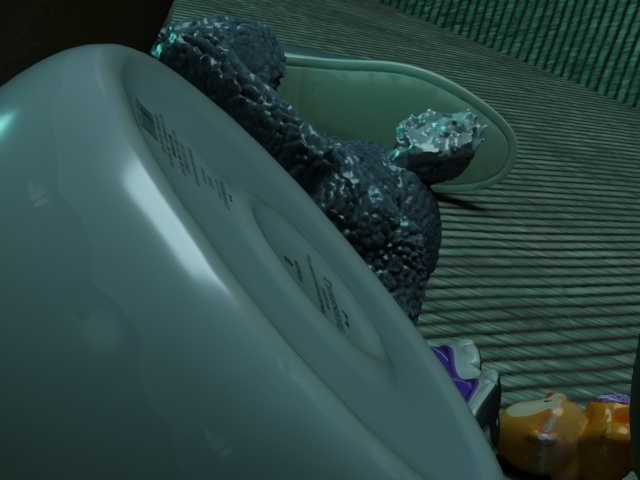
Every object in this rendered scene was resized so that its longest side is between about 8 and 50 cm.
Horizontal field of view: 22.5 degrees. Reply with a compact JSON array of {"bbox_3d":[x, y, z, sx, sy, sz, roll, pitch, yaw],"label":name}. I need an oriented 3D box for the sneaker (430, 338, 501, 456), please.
[{"bbox_3d":[0.058,0.097,0.871,0.071,0.068,0.170,1,7,-4],"label":"sneaker"}]

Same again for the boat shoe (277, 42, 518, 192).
[{"bbox_3d":[0.035,-0.130,1.554,0.319,0.116,0.099,13,18,2],"label":"boat shoe"}]

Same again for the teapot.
[{"bbox_3d":[-0.068,0.073,0.547,0.252,0.187,0.256,53,9,19],"label":"teapot"}]

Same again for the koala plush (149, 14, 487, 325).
[{"bbox_3d":[0.000,0.000,0.912,0.203,0.196,0.221,36,20,21],"label":"koala plush"}]

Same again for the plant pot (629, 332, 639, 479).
[{"bbox_3d":[0.257,0.120,0.586,0.323,0.323,0.280,21,30,11],"label":"plant pot"}]

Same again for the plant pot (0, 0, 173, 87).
[{"bbox_3d":[-0.197,-0.066,0.741,0.237,0.254,0.237,17,14,-4],"label":"plant pot"}]

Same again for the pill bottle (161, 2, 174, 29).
[{"bbox_3d":[-0.255,-0.218,1.434,0.162,0.162,0.278,22,15,15],"label":"pill bottle"}]

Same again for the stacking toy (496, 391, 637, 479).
[{"bbox_3d":[0.242,0.117,0.872,0.302,0.166,0.175,6,2,15],"label":"stacking toy"}]
